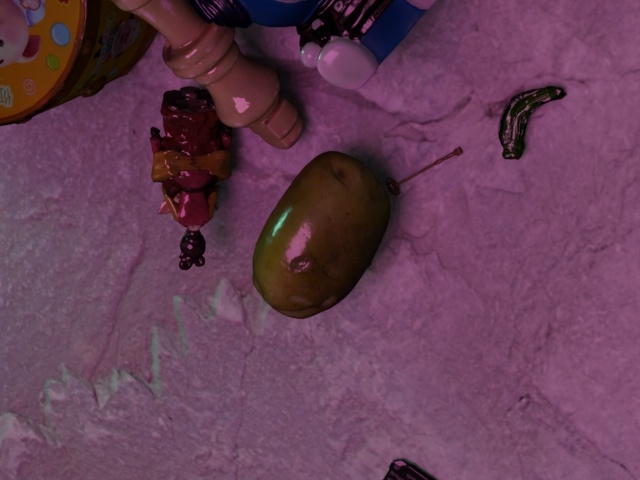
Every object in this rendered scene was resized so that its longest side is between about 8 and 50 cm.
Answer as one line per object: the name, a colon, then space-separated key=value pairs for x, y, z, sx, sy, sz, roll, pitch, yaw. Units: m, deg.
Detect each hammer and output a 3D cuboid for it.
hammer: x=0.140 y=-0.096 z=1.900 sx=0.123 sy=0.014 sz=0.029 roll=-29 pitch=103 yaw=30

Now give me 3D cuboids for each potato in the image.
potato: x=0.001 y=-0.001 z=1.907 sx=0.148 sy=0.197 sz=0.228 roll=37 pitch=88 yaw=6

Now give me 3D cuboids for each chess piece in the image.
chess piece: x=-0.158 y=-0.255 z=1.852 sx=0.117 sy=0.117 sz=0.397 roll=-19 pitch=131 yaw=32

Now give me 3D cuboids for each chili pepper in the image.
chili pepper: x=0.260 y=-0.159 z=1.802 sx=0.055 sy=0.035 sz=0.118 roll=33 pitch=112 yaw=-1

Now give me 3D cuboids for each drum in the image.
drum: x=-0.438 y=-0.385 z=1.975 sx=0.431 sy=0.214 sz=0.431 roll=10 pitch=113 yaw=25

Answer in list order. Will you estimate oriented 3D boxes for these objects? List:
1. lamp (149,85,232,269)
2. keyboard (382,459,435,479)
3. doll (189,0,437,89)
lamp: x=-0.184 y=-0.091 z=2.018 sx=0.118 sy=0.118 sz=0.253 roll=12 pitch=117 yaw=24
keyboard: x=0.198 y=0.424 z=2.066 sx=0.262 sy=0.016 sz=0.106 roll=34 pitch=121 yaw=12
doll: x=-0.018 y=-0.353 z=1.760 sx=0.310 sy=0.240 sz=0.284 roll=40 pitch=82 yaw=-7
